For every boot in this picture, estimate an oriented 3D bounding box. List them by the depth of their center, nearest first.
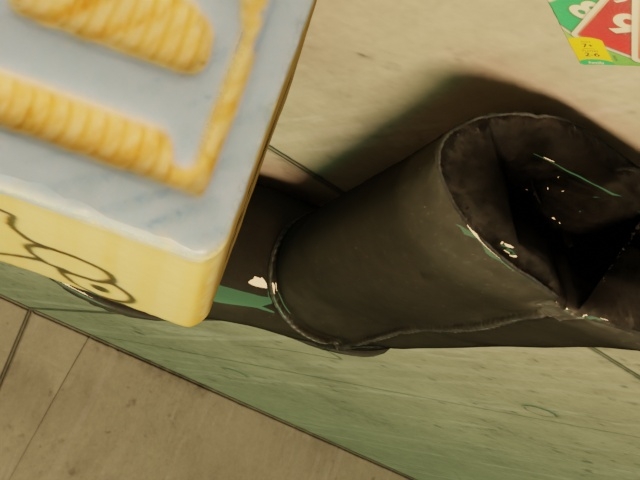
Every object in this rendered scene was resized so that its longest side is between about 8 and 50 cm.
[{"bbox_3d":[0.002,0.000,0.811,0.367,0.146,0.445,13,172,-21],"label":"boot"}]

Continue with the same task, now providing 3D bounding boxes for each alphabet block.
[{"bbox_3d":[-0.116,-0.083,0.613,0.192,0.193,0.197,22,164,-4],"label":"alphabet block"}]

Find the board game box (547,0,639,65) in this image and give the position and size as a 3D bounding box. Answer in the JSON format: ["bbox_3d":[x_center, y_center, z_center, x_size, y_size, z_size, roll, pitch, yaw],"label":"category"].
[{"bbox_3d":[0.125,-0.144,0.426,0.124,0.039,0.259,8,158,33],"label":"board game box"}]
